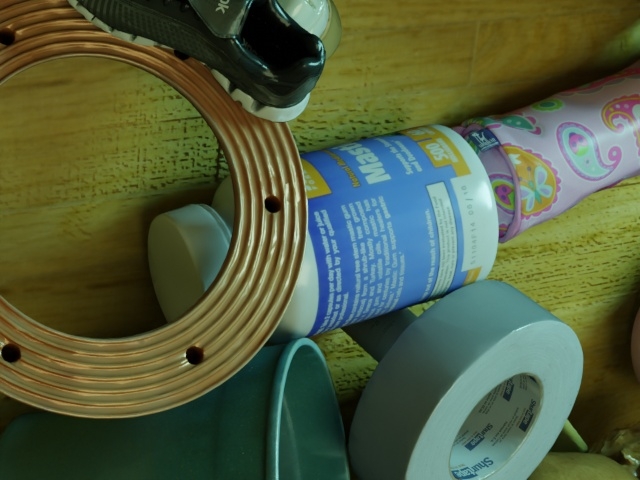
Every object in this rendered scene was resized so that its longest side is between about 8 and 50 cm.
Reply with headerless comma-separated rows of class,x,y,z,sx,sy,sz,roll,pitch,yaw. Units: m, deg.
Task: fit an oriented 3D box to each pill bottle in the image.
pill bottle,0.000,0.000,1.453,0.272,0.152,0.152,-14,122,-26

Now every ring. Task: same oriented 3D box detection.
ring,-0.169,-0.031,1.296,0.337,0.032,0.336,6,76,-22

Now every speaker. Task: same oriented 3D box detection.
speaker,0.055,0.076,1.539,0.055,0.136,0.055,-15,121,-26

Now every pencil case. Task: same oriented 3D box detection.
pencil case,0.254,-0.100,1.585,0.284,0.124,0.124,-22,125,-20

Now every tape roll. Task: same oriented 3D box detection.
tape roll,0.129,0.145,1.497,0.219,0.072,0.219,-29,138,-31

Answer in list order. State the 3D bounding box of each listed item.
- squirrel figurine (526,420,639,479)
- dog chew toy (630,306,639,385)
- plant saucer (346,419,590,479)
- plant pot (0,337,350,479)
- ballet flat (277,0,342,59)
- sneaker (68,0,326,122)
squirrel figurine,0.337,0.356,1.614,0.397,0.370,0.281,-26,129,-32
dog chew toy,0.459,0.042,1.747,0.207,0.207,0.331,32,87,-40
plant saucer,0.099,0.267,1.671,0.333,0.081,0.332,-50,139,-10
plant pot,-0.124,0.224,1.405,0.255,0.271,0.271,-5,125,11
ballet flat,-0.049,-0.201,1.363,0.080,0.073,0.232,-52,130,0
sneaker,-0.091,-0.177,1.289,0.234,0.106,0.078,30,66,-14
